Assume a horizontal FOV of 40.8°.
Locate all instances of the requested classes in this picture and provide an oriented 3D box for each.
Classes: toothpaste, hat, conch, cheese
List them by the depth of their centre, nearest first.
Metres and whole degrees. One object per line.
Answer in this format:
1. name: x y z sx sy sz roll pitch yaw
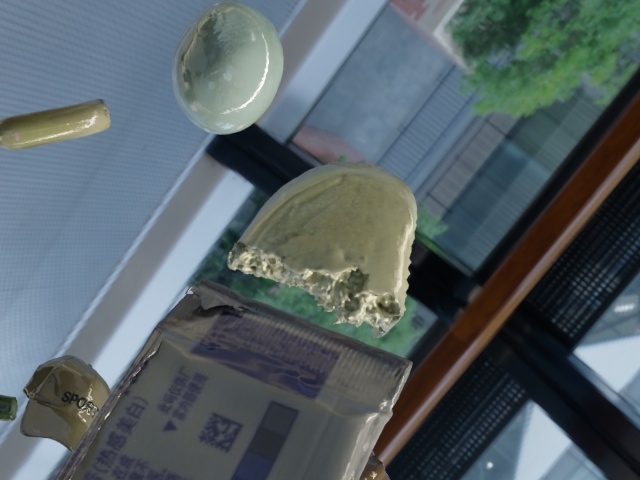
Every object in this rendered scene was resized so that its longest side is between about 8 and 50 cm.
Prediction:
1. toothpaste: -0.068 0.131 0.308 0.068 0.099 0.282 -41 -166 51
2. cheese: -0.322 -0.113 0.902 0.192 0.037 0.097 -17 -169 -29
3. conch: -0.135 -0.231 1.132 0.121 0.184 0.221 10 163 -27
4. hat: -0.344 0.238 1.213 0.085 0.147 0.175 -57 -164 7

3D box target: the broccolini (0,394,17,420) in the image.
1. broccolini: -0.398 0.153 0.848 0.068 0.203 0.091 48 42 -60

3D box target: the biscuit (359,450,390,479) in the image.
1. biscuit: -0.070 0.283 0.734 0.332 0.332 0.103 -40 -176 -33

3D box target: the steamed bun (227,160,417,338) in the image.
1. steamed bun: 0.000 0.000 1.317 0.290 0.272 0.273 178 -77 -80
